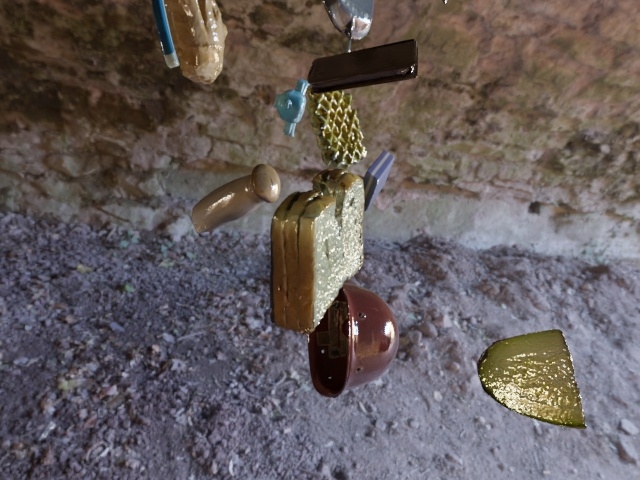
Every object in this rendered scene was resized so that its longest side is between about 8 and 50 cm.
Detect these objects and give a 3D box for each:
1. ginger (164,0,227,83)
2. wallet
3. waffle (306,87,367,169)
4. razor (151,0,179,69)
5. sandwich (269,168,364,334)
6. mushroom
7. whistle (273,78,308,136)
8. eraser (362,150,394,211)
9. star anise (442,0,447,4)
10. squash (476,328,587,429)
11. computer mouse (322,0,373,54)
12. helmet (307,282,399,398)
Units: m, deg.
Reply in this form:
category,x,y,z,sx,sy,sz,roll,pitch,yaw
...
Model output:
category,x,y,z,sx,sy,sz,roll,pitch,yaw
ginger,-0.327,-0.576,1.113,0.126,0.354,0.190,18,47,36
wallet,0.077,-0.317,0.813,0.198,0.031,0.110,-4,48,17
waffle,0.039,-0.295,1.177,0.054,0.223,0.204,-12,5,36
razor,-0.265,-0.380,0.741,0.068,0.191,0.037,-13,-10,10
sandwich,0.002,0.000,0.855,0.095,0.249,0.273,12,29,21
mushroom,-0.309,-0.129,1.527,0.407,0.137,0.154,-24,-4,38
whistle,-0.093,-0.427,1.419,0.093,0.186,0.274,18,14,-3
eraser,0.128,-0.142,1.028,0.036,0.082,0.225,24,30,8
star anise,0.376,-0.891,1.325,0.332,0.331,0.117,12,37,-3
squash,0.529,0.361,1.149,0.155,0.204,0.237,5,65,-9
computer mouse,0.047,-0.556,0.980,0.167,0.379,0.090,12,-10,-43
helmet,0.111,0.273,1.287,0.230,0.337,0.385,4,-9,-19
